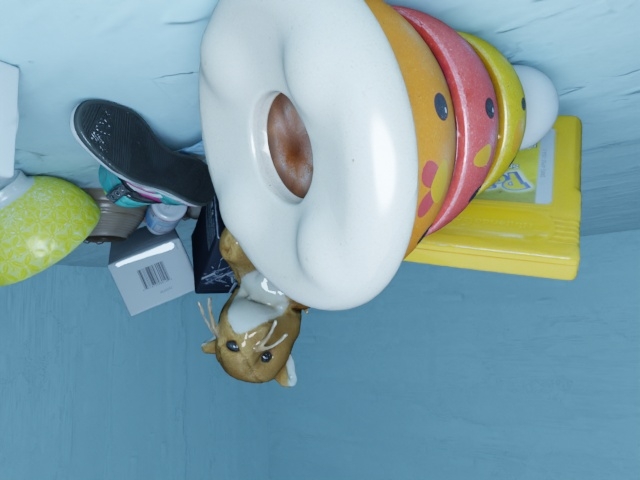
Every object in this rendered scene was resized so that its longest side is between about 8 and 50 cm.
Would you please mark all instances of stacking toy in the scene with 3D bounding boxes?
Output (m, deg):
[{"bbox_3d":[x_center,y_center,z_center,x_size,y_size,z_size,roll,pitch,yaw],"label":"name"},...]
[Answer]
[{"bbox_3d":[0.127,-0.150,0.667,0.480,0.350,0.350,-19,-179,-31],"label":"stacking toy"}]

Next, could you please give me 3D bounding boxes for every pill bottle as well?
[{"bbox_3d":[-0.401,-0.068,1.419,0.087,0.087,0.160,2,163,-26],"label":"pill bottle"}]

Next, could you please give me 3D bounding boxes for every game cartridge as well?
[{"bbox_3d":[0.216,-0.085,0.788,0.285,0.323,0.052,6,131,20],"label":"game cartridge"}]

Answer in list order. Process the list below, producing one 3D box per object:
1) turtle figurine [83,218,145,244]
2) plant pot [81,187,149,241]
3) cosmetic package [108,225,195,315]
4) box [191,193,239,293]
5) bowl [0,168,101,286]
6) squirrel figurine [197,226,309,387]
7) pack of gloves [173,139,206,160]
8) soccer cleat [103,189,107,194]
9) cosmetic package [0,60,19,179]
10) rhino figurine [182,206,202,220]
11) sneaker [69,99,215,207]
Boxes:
[{"bbox_3d":[-0.664,-0.030,1.650,0.269,0.087,0.217,-5,178,-35],"label":"turtle figurine"},{"bbox_3d":[-0.567,-0.057,1.446,0.237,0.109,0.237,-2,172,0],"label":"plant pot"},{"bbox_3d":[-0.476,0.058,1.565,0.197,0.155,0.365,-23,-164,-12],"label":"cosmetic package"},{"bbox_3d":[-0.123,-0.007,1.374,0.343,0.179,0.312,1,153,-21],"label":"box"},{"bbox_3d":[-0.638,-0.056,1.171,0.289,0.289,0.156,-6,127,23],"label":"bowl"},{"bbox_3d":[-0.064,0.073,1.023,0.281,0.370,0.397,17,175,6],"label":"squirrel figurine"},{"bbox_3d":[-0.171,-0.174,1.050,0.195,0.046,0.232,3,179,-36],"label":"pack of gloves"},{"bbox_3d":[-0.406,-0.113,1.283,0.179,0.060,0.072,-3,173,-17],"label":"soccer cleat"},{"bbox_3d":[-0.497,-0.155,0.672,0.151,0.151,0.184,-7,169,31],"label":"cosmetic package"},{"bbox_3d":[-0.243,-0.084,1.467,0.243,0.073,0.106,1,173,-21],"label":"rhino figurine"},{"bbox_3d":[-0.339,-0.139,0.956,0.178,0.124,0.295,0,160,31],"label":"sneaker"}]
